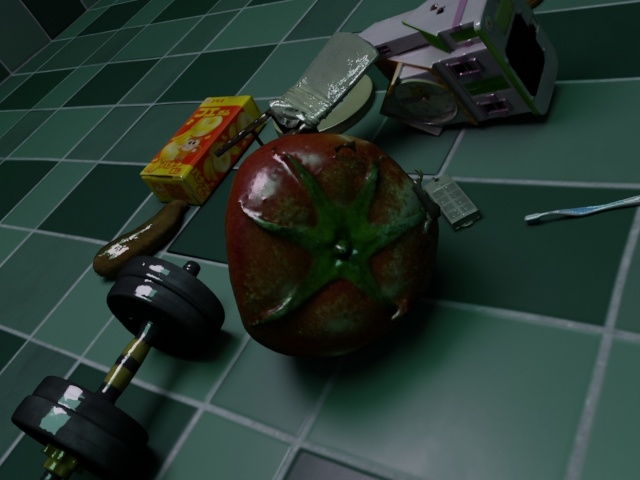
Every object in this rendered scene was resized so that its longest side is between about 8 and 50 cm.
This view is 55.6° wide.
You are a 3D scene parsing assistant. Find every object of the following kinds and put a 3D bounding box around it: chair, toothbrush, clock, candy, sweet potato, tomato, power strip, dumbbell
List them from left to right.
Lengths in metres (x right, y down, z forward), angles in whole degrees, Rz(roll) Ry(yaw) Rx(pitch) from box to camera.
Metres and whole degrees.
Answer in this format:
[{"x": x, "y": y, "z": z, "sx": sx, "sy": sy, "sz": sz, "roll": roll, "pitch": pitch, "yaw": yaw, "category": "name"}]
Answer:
[{"x": -0.281, "y": 0.184, "z": 0.883, "sx": 0.185, "sy": 0.185, "sz": 0.388, "roll": 4, "pitch": 50, "yaw": 34, "category": "dumbbell"}, {"x": -0.357, "y": -0.006, "z": 1.223, "sx": 0.233, "sy": 0.062, "sz": 0.081, "roll": -40, "pitch": 39, "yaw": -16, "category": "sweet potato"}, {"x": -0.255, "y": -0.205, "z": 1.345, "sx": 0.146, "sy": 0.088, "sz": 0.276, "roll": 5, "pitch": 51, "yaw": 36, "category": "candy"}, {"x": -0.014, "y": -0.199, "z": 1.102, "sx": 0.319, "sy": 0.186, "sz": 0.160, "roll": -43, "pitch": 40, "yaw": -4, "category": "chair"}, {"x": 0.000, "y": 0.000, "z": 0.828, "sx": 0.303, "sy": 0.303, "sz": 0.239, "roll": -39, "pitch": 12, "yaw": -10, "category": "tomato"}, {"x": 0.006, "y": -0.293, "z": 1.328, "sx": 0.234, "sy": 0.029, "sz": 0.235, "roll": -15, "pitch": 42, "yaw": 14, "category": "clock"}, {"x": 0.214, "y": -0.302, "z": 1.061, "sx": 0.309, "sy": 0.235, "sz": 0.166, "roll": 0, "pitch": 62, "yaw": 46, "category": "clock"}, {"x": 0.206, "y": -0.067, "z": 0.972, "sx": 0.050, "sy": 0.019, "sz": 0.136, "roll": -29, "pitch": 40, "yaw": 5, "category": "power strip"}, {"x": 0.369, "y": -0.044, "z": 0.849, "sx": 0.162, "sy": 0.017, "sz": 0.014, "roll": -12, "pitch": 49, "yaw": 22, "category": "toothbrush"}]

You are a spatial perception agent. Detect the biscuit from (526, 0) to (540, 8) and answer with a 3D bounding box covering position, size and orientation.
[{"x": 0.330, "y": -0.487, "z": 1.318, "sx": 0.323, "sy": 0.049, "sz": 0.205, "roll": -23, "pitch": 39, "yaw": 6, "category": "biscuit"}]
